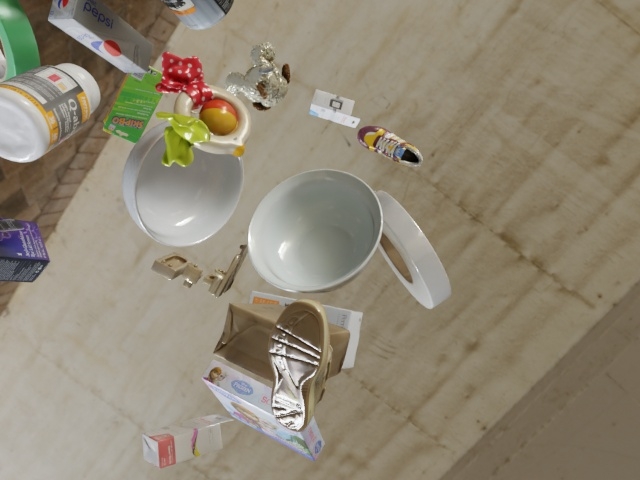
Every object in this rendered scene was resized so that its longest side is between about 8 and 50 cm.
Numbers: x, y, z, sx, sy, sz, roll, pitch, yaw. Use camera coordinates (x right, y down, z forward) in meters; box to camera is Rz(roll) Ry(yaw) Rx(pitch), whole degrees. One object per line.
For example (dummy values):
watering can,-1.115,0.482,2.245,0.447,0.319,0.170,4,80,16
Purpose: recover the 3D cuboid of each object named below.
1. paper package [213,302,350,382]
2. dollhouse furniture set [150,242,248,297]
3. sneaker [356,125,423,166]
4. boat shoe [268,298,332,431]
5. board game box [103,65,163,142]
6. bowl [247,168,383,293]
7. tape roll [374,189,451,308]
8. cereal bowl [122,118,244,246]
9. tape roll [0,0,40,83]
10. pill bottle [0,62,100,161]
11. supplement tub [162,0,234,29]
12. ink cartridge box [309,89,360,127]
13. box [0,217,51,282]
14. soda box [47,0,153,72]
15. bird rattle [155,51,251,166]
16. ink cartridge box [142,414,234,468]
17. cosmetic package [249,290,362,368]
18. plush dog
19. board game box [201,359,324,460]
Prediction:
paper package,-0.109,0.315,1.487,0.325,0.310,0.167,17,90,-67
dollhouse furniture set,-0.260,0.035,1.071,0.123,0.151,0.144,-62,180,7
sneaker,0.185,-0.247,1.256,0.084,0.186,0.069,-102,-148,-68
boat shoe,-0.036,0.250,1.017,0.110,0.122,0.340,-39,146,-52
board game box,-0.617,-0.460,1.600,0.039,0.124,0.259,42,-74,44
bowl,0.000,0.000,1.062,0.297,0.298,0.134,-53,151,-14
tape roll,0.248,0.026,1.447,0.072,0.391,0.392,-33,-179,-3
cereal bowl,-0.376,-0.161,1.276,0.339,0.141,0.338,-29,131,-41
tape roll,-0.965,-0.603,1.435,0.077,0.321,0.321,-32,167,-45
pill bottle,-0.632,-0.304,1.095,0.162,0.162,0.278,-52,-165,31
supplement tub,-0.381,-0.729,1.253,0.193,0.194,0.316,-52,147,0
ink cartridge box,0.056,-0.471,1.720,0.104,0.180,0.060,147,-42,-82
box,-0.891,0.024,1.325,0.108,0.153,0.207,-42,156,19
soda box,-0.603,-0.580,1.344,0.286,0.091,0.097,27,72,-69
bird rattle,-0.249,-0.264,1.008,0.143,0.207,0.253,-50,-144,45
ink cartridge box,-0.322,0.490,1.186,0.198,0.067,0.115,-3,174,-38
cosmetic package,-0.079,0.360,1.956,0.161,0.454,0.229,30,69,-66
plush dog,-0.216,-0.628,1.942,0.262,0.210,0.225,-42,160,19
board game box,-0.158,0.498,1.390,0.065,0.319,0.317,-57,153,-31
